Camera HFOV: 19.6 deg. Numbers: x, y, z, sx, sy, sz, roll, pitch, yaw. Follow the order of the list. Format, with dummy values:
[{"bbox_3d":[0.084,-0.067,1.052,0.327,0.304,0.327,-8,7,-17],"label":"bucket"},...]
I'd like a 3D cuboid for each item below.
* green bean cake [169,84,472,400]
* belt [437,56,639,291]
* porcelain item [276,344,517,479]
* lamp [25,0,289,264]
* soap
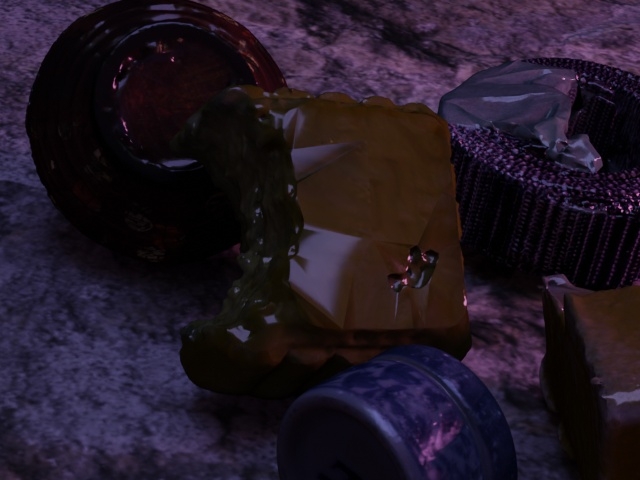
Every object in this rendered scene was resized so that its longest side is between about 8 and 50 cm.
[{"bbox_3d":[0.000,0.000,1.451,0.233,0.124,0.236,2,69,-17],"label":"green bean cake"},{"bbox_3d":[0.232,-0.074,1.727,0.260,0.122,0.325,14,30,9],"label":"belt"},{"bbox_3d":[0.056,0.153,1.284,0.114,0.147,0.147,-22,39,-40],"label":"porcelain item"},{"bbox_3d":[-0.139,-0.097,1.627,0.247,0.247,0.247,3,30,-2],"label":"lamp"},{"bbox_3d":[0.344,0.102,1.338,0.339,0.169,0.304,-5,21,0],"label":"soap"}]
